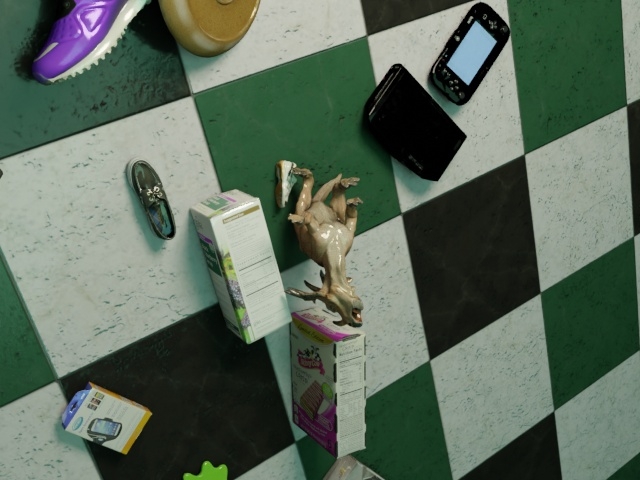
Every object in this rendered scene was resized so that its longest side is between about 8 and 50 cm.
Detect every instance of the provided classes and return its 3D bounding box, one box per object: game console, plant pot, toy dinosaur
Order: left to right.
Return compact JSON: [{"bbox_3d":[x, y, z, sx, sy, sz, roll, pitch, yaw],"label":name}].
[{"bbox_3d":[-0.149,-0.388,1.044,0.236,0.032,0.237,-38,135,-50],"label":"plant pot"},{"bbox_3d":[0.000,0.000,1.222,0.127,0.296,0.201,1,125,-6],"label":"toy dinosaur"},{"bbox_3d":[0.238,-0.307,1.368,0.213,0.044,0.361,39,79,-30],"label":"game console"}]

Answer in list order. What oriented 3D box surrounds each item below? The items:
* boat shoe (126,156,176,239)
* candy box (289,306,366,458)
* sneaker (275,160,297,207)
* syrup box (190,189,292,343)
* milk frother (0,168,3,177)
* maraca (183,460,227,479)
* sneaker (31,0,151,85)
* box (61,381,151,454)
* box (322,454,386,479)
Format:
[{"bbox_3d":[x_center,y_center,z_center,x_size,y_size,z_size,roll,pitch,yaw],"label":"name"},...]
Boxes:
[{"bbox_3d":[-0.261,-0.065,1.121,0.049,0.040,0.142,-29,117,-23],"label":"boat shoe"},{"bbox_3d":[0.012,0.259,1.315,0.071,0.159,0.234,-10,108,-31],"label":"candy box"},{"bbox_3d":[-0.057,-0.098,1.248,0.036,0.032,0.083,-4,106,-32],"label":"sneaker"},{"bbox_3d":[-0.133,0.042,1.201,0.096,0.093,0.237,-25,116,-24],"label":"syrup box"},{"bbox_3d":[-0.461,-0.150,0.911,0.143,0.134,0.129,-66,156,3],"label":"milk frother"},{"bbox_3d":[-0.190,0.497,1.294,0.127,0.099,0.186,-25,91,-36],"label":"maraca"},{"bbox_3d":[-0.321,-0.350,0.973,0.146,0.102,0.293,46,70,-33],"label":"sneaker"},{"bbox_3d":[-0.356,0.290,1.168,0.136,0.028,0.081,36,83,-32],"label":"box"},{"bbox_3d":[0.048,0.582,1.490,0.231,0.056,0.183,-52,124,-10],"label":"box"}]
